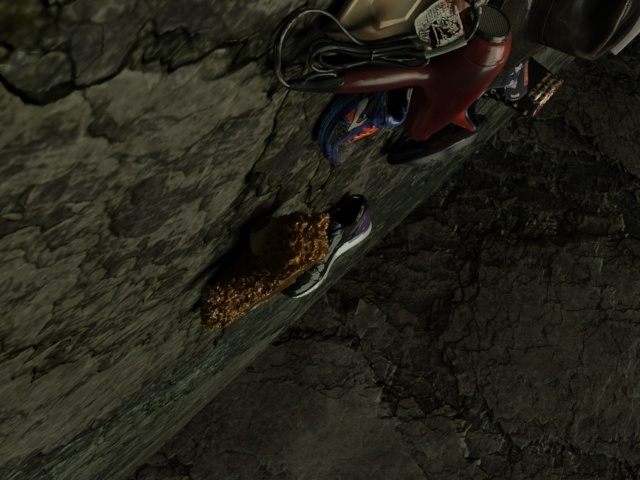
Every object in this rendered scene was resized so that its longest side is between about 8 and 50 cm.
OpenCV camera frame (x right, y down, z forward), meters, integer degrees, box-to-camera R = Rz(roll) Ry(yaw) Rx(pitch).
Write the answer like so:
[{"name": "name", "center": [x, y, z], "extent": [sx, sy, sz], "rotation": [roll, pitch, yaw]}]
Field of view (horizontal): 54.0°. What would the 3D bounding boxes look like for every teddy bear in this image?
[{"name": "teddy bear", "center": [-0.111, 0.049, 1.083], "extent": [0.245, 0.113, 0.338], "rotation": [-34, 175, -21]}]

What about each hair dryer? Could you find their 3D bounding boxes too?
[{"name": "hair dryer", "center": [0.091, -0.193, 0.673], "extent": [0.223, 0.080, 0.293], "rotation": [-17, 156, 18]}]

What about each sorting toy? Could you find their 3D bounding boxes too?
[{"name": "sorting toy", "center": [0.120, -0.276, 0.643], "extent": [0.193, 0.038, 0.208], "rotation": [-2, 144, -48]}]

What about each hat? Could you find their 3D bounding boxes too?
[{"name": "hat", "center": [0.399, -0.356, 0.914], "extent": [0.331, 0.134, 0.331], "rotation": [-41, 159, -20]}]

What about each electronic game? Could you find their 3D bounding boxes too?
[{"name": "electronic game", "center": [0.250, -0.218, 1.358], "extent": [0.229, 0.048, 0.229], "rotation": [-23, -166, 6]}]

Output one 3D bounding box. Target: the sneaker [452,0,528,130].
[{"name": "sneaker", "center": [0.341, -0.344, 1.114], "extent": [0.131, 0.148, 0.350], "rotation": [-33, 165, -53]}]

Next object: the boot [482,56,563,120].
[{"name": "boot", "center": [0.341, -0.291, 1.252], "extent": [0.236, 0.178, 0.085], "rotation": [-47, 171, 10]}]

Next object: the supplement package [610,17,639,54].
[{"name": "supplement package", "center": [0.704, -0.598, 1.422], "extent": [0.145, 0.204, 0.262], "rotation": [-42, 171, -16]}]

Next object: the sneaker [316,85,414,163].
[{"name": "sneaker", "center": [0.066, -0.173, 0.842], "extent": [0.083, 0.087, 0.221], "rotation": [-36, 168, -40]}]

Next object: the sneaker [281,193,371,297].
[{"name": "sneaker", "center": [0.000, 0.000, 1.403], "extent": [0.283, 0.107, 0.124], "rotation": [-46, 158, -19]}]
